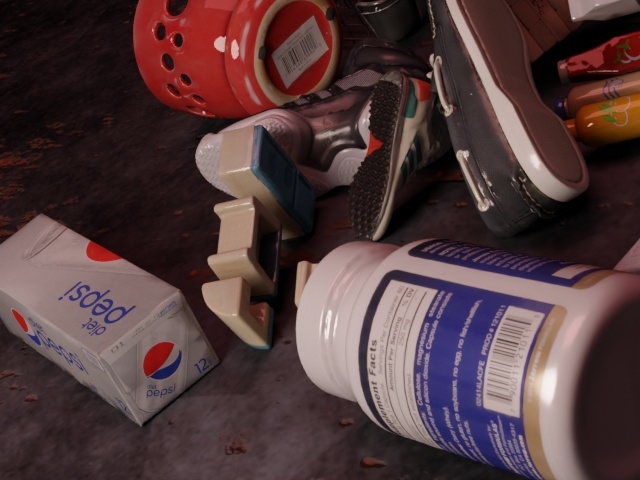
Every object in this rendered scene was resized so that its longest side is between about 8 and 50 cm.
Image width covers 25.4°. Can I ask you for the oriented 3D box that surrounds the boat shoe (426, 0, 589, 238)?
[{"bbox_3d":[0.141,-0.140,1.283,0.091,0.114,0.302,-41,46,31],"label":"boat shoe"}]

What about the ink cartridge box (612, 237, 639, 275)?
[{"bbox_3d":[0.341,-0.035,1.029,0.189,0.066,0.232,-43,4,-26],"label":"ink cartridge box"}]

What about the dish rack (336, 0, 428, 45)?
[{"bbox_3d":[0.044,-0.315,1.723,0.271,0.074,0.208,8,45,43],"label":"dish rack"}]

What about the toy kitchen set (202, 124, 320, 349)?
[{"bbox_3d":[0.000,0.000,1.290,0.166,0.122,0.207,-11,55,23],"label":"toy kitchen set"}]

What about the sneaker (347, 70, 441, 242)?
[{"bbox_3d":[0.078,-0.074,1.325,0.075,0.161,0.057,9,4,-34],"label":"sneaker"}]

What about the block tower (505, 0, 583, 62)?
[{"bbox_3d":[0.263,-0.285,1.427,0.335,0.097,0.091,-41,11,-2],"label":"block tower"}]

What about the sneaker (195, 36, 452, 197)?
[{"bbox_3d":[0.010,-0.125,1.451,0.269,0.101,0.153,-10,34,14],"label":"sneaker"}]

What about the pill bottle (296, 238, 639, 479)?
[{"bbox_3d":[0.114,0.079,1.020,0.265,0.153,0.153,13,48,45],"label":"pill bottle"}]

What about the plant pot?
[{"bbox_3d":[-0.085,-0.226,1.576,0.174,0.191,0.191,14,50,43],"label":"plant pot"}]

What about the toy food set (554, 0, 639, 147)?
[{"bbox_3d":[0.254,-0.192,1.326,0.104,0.111,0.232,-13,75,21],"label":"toy food set"}]

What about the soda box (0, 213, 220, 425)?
[{"bbox_3d":[-0.219,0.067,1.337,0.098,0.091,0.286,-39,34,-20],"label":"soda box"}]
